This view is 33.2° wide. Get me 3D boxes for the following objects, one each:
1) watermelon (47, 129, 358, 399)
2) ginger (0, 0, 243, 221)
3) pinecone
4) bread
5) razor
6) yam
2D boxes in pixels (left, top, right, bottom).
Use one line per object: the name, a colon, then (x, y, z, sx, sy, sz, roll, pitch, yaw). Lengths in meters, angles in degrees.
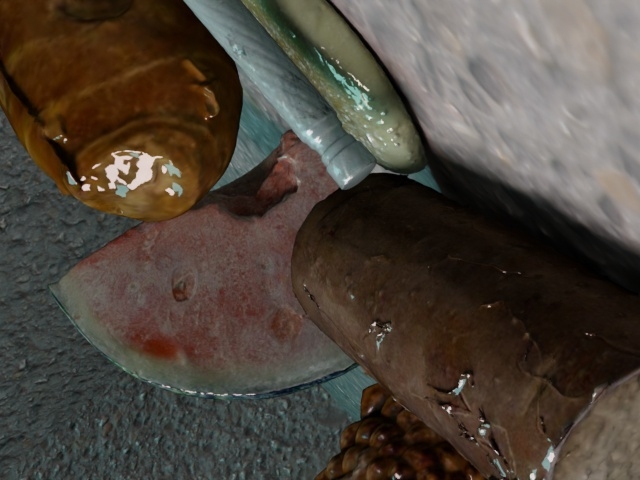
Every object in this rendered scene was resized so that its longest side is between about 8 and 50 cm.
watermelon: (-0.060, 0.023, 0.919, 0.148, 0.318, 0.226, 73, -164, -81)
ginger: (-0.192, -0.171, 0.871, 0.418, 0.176, 0.254, 51, 177, 22)
pinecone: (0.115, 0.245, 0.929, 0.264, 0.264, 0.264, 47, 172, 9)
bread: (-0.015, -0.120, 0.652, 0.193, 0.036, 0.112, 43, 169, 31)
razor: (-0.052, -0.122, 0.598, 0.232, 0.068, 0.106, 51, 160, 11)
yam: (0.087, 0.051, 0.572, 0.280, 0.131, 0.131, 36, 165, 54)
